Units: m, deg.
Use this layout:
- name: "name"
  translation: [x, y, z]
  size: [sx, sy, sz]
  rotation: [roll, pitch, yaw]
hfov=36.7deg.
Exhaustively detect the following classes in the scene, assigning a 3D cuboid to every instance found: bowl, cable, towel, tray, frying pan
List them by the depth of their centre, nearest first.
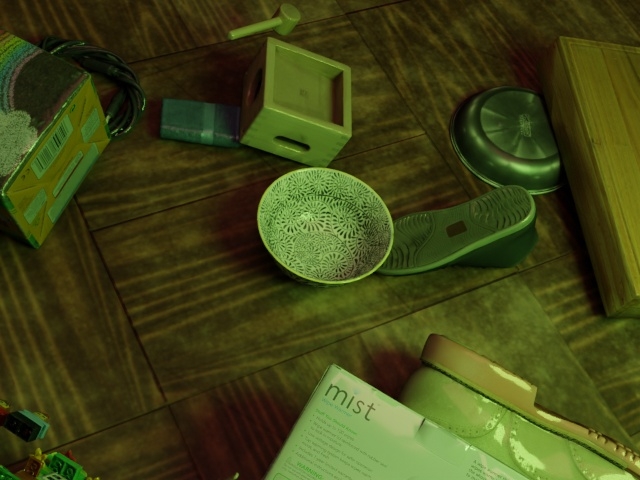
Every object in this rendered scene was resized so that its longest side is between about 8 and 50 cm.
- name: "bowl"
  translation: [0.000, 0.000, 1.200]
  size: [0.170, 0.080, 0.170]
  rotation: [6, 55, -8]
- name: "cable"
  translation: [-0.319, -0.212, 1.290]
  size: [0.151, 0.047, 0.184]
  rotation: [-15, 61, -22]
- name: "towel"
  translation: [-0.157, -0.156, 1.301]
  size: [0.119, 0.029, 0.067]
  rotation: [7, 55, -9]
- name: "tray"
  translation: [0.447, -0.092, 1.335]
  size: [0.203, 0.076, 0.411]
  rotation: [3, 60, -20]
- name: "frying pan"
  translation: [0.344, -0.125, 1.387]
  size: [0.326, 0.053, 0.197]
  rotation: [26, 56, 9]

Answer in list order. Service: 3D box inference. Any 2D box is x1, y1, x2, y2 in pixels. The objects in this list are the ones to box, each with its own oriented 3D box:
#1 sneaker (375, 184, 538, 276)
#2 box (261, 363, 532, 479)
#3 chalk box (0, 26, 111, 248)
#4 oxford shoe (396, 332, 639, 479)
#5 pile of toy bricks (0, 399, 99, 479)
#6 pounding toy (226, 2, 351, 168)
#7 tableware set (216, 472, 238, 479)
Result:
- name: "sneaker"
  translation: [0.175, 0.013, 1.241]
  size: [0.222, 0.118, 0.083]
  rotation: [-17, 58, 11]
- name: "box"
  translation: [0.065, 0.285, 0.946]
  size: [0.262, 0.127, 0.231]
  rotation: [29, 79, 8]
- name: "chalk box"
  translation: [-0.423, -0.151, 1.127]
  size: [0.289, 0.179, 0.180]
  rotation: [28, 71, 7]
- name: "oxford shoe"
  translation: [0.258, 0.264, 1.077]
  size: [0.397, 0.140, 0.146]
  rotation: [32, 84, 6]
- name: "pile of toy bricks"
  translation: [-0.275, 0.239, 0.973]
  size: [0.212, 0.105, 0.118]
  rotation: [30, 96, 14]
- name: "pounding toy"
  translation: [-0.059, -0.220, 1.311]
  size: [0.181, 0.094, 0.206]
  rotation: [16, 53, -22]
- name: "tableware set"
  translation: [-0.132, 0.290, 0.939]
  size: [0.024, 0.154, 0.104]
  rotation: [44, 40, -14]
